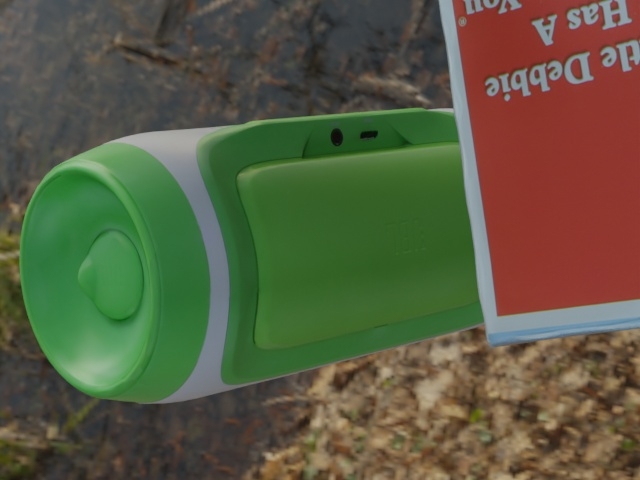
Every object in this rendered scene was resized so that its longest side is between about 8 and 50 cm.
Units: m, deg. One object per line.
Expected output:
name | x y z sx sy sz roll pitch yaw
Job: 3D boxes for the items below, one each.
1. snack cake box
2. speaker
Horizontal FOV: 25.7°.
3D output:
snack cake box | 0.164 -0.061 0.374 0.264 0.089 0.152 -10 88 40
speaker | 0.000 0.000 0.720 0.131 0.296 0.131 9 103 45
